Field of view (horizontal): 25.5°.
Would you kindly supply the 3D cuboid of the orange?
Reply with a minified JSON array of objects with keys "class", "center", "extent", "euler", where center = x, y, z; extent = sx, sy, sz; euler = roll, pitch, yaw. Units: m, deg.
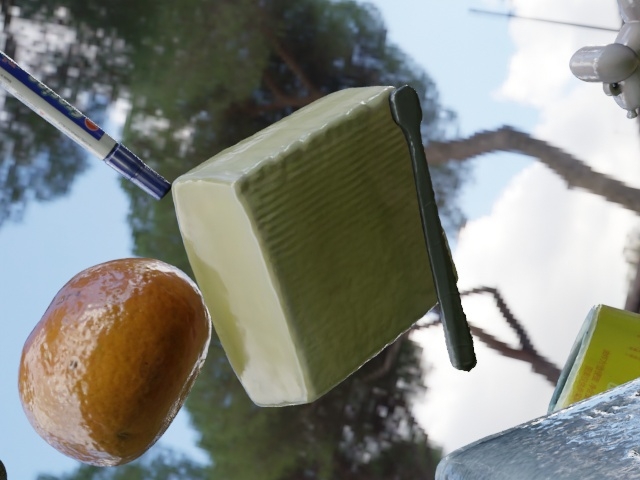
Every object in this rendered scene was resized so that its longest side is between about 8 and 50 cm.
[{"class":"orange","center":[-0.211,0.118,1.444],"extent":[0.224,0.170,0.224],"euler":[-63,-1,-3]}]

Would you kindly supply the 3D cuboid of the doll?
[{"class":"doll","center":[0.294,-0.204,1.335],"extent":[0.160,0.059,0.161],"euler":[-39,-62,-29]}]

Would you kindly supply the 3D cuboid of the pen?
[{"class":"pen","center":[-0.213,-0.102,1.209],"extent":[0.025,0.204,0.025],"euler":[-49,14,17]}]

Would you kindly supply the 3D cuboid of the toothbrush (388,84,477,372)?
[{"class":"toothbrush","center":[0.111,-0.008,1.394],"extent":[0.030,0.030,0.297],"euler":[-149,44,-73]}]

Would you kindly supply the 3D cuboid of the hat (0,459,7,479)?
[{"class":"hat","center":[-0.412,0.303,1.721],"extent":[0.058,0.042,0.087],"euler":[-20,-85,-68]}]

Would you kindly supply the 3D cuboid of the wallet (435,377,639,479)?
[{"class":"wallet","center":[0.154,0.043,0.411],"extent":[0.167,0.222,0.036],"euler":[175,76,-80]}]

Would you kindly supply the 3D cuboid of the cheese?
[{"class":"cheese","center":[0.000,0.000,1.394],"extent":[0.265,0.124,0.242],"euler":[-34,-74,-45]}]

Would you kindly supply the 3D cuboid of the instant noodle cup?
[{"class":"instant noodle cup","center":[0.381,0.176,1.534],"extent":[0.215,0.236,0.215],"euler":[23,-90,-83]}]
